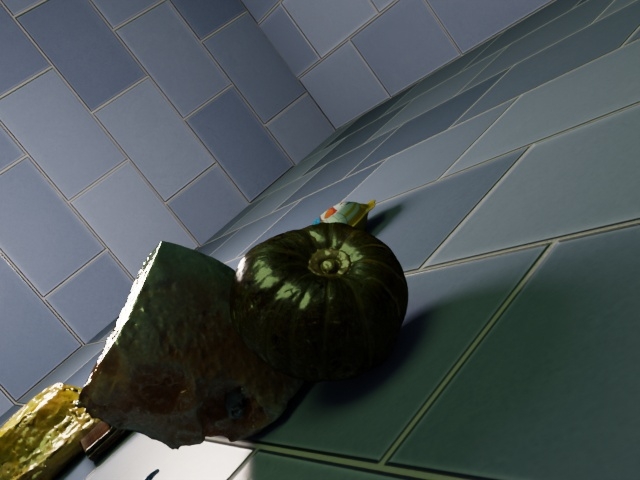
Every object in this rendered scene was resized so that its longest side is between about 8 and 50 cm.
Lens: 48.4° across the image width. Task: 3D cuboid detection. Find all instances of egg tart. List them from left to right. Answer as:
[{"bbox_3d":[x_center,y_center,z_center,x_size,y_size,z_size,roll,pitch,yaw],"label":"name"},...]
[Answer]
[{"bbox_3d":[-0.575,0.401,1.462,0.341,0.129,0.341,-37,12,9],"label":"egg tart"}]

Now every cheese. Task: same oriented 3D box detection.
[{"bbox_3d":[0.000,0.000,1.434,0.270,0.069,0.177,-35,11,13],"label":"cheese"}]

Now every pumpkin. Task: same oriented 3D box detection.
[{"bbox_3d":[0.000,0.076,0.860,0.219,0.162,0.219,-3,36,2],"label":"pumpkin"}]

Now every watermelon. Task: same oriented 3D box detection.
[{"bbox_3d":[-0.133,0.127,0.931,0.151,0.264,0.302,-53,13,29],"label":"watermelon"}]

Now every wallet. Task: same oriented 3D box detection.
[{"bbox_3d":[-0.348,0.312,1.332,0.230,0.042,0.124,-40,8,-21],"label":"wallet"}]

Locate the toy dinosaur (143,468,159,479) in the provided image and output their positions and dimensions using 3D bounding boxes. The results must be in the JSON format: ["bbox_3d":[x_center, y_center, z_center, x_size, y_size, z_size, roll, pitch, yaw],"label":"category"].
[{"bbox_3d":[-0.190,0.320,0.717,0.144,0.076,0.329,-34,12,-21],"label":"toy dinosaur"}]
